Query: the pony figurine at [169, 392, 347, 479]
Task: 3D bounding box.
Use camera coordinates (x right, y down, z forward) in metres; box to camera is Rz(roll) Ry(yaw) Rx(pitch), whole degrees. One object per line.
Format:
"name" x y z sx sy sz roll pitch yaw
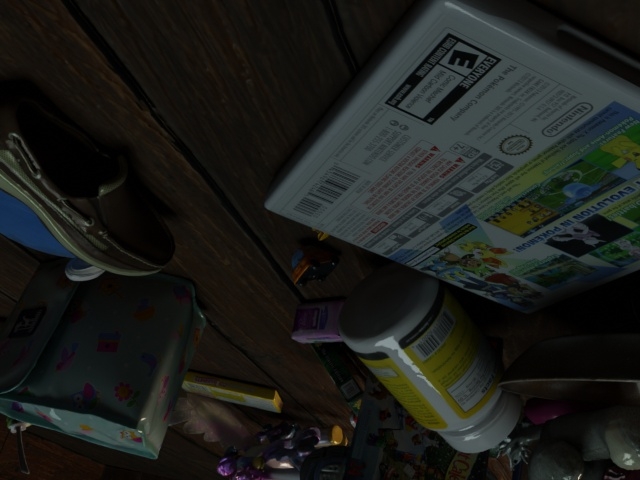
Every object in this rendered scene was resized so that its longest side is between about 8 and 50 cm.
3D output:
"pony figurine" -0.124 0.466 1.570 0.363 0.303 0.351 -15 158 28

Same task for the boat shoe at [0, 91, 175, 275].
"boat shoe" -0.222 -0.045 0.737 0.095 0.095 0.257 -12 145 33

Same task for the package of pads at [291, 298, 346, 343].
"package of pads" 0.004 0.103 0.967 0.083 0.050 0.032 -9 151 41

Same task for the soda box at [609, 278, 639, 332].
"soda box" 0.358 0.066 0.692 0.169 0.053 0.060 -6 148 38

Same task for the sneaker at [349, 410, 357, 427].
"sneaker" 0.111 0.337 1.404 0.067 0.042 0.118 -6 156 45

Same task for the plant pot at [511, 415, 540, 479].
"plant pot" 0.415 0.402 1.164 0.236 0.236 0.212 -1 145 32

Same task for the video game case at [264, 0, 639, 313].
"video game case" 0.143 -0.043 0.606 0.300 0.036 0.329 22 153 -15

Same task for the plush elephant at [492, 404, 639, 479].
"plush elephant" 0.325 0.341 0.887 0.271 0.255 0.330 18 157 -33

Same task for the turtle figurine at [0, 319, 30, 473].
"turtle figurine" -0.540 0.227 1.363 0.266 0.275 0.198 6 120 27

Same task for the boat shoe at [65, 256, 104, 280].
"boat shoe" -0.254 0.015 0.898 0.100 0.035 0.035 -21 150 -21

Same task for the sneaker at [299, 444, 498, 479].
"sneaker" 0.118 0.350 1.135 0.297 0.111 0.129 9 170 1

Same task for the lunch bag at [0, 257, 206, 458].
"lunch bag" -0.316 0.147 1.031 0.262 0.223 0.160 13 149 8

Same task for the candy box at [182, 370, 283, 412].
"candy box" -0.180 0.297 1.498 0.205 0.027 0.105 10 158 10

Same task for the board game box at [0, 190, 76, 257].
"board game box" -0.314 -0.038 0.871 0.133 0.033 0.168 30 144 -27

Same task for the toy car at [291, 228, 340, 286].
"toy car" 0.000 0.000 0.795 0.040 0.060 0.122 52 144 23

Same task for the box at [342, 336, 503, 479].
"box" 0.127 0.220 0.924 0.159 0.233 0.044 6 147 18

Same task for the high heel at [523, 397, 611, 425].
"high heel" 0.454 0.313 1.001 0.377 0.181 0.127 9 155 13

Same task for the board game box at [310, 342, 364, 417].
"board game box" 0.042 0.214 1.104 0.030 0.136 0.260 -31 149 -3

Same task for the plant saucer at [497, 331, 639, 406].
"plant saucer" 0.327 0.129 0.720 0.310 0.050 0.310 6 166 2

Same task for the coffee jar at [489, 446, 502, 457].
"coffee jar" 0.182 0.249 1.118 0.184 0.096 0.079 15 119 -3

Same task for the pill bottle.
"pill bottle" 0.123 0.129 0.818 0.119 0.119 0.208 -12 127 44
